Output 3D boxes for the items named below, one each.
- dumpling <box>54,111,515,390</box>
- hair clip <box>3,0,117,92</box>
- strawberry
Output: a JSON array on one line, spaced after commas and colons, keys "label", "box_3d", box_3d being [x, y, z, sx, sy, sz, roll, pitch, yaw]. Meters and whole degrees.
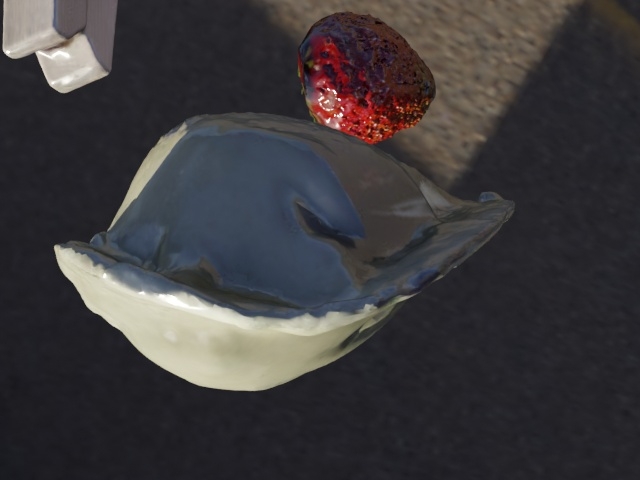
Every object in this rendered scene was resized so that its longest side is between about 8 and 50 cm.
[{"label": "dumpling", "box_3d": [-0.003, -0.005, 1.136, 0.227, 0.175, 0.243, 2, 42, 47]}, {"label": "hair clip", "box_3d": [-0.220, -0.291, 1.731, 0.085, 0.101, 0.330, -18, 57, 26]}, {"label": "strawberry", "box_3d": [0.032, -0.117, 1.428, 0.106, 0.106, 0.106, -12, 71, 35]}]
